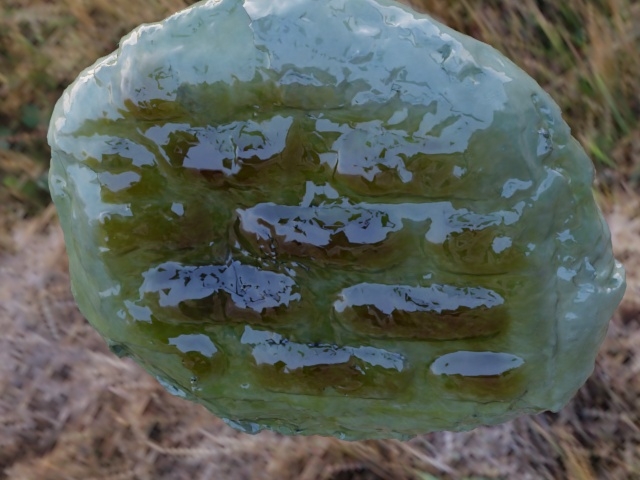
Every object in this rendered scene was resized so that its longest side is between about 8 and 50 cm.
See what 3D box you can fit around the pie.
[{"bbox_3d":[0.000,0.000,0.922,0.306,0.306,0.071,-14,32,20],"label":"pie"}]
